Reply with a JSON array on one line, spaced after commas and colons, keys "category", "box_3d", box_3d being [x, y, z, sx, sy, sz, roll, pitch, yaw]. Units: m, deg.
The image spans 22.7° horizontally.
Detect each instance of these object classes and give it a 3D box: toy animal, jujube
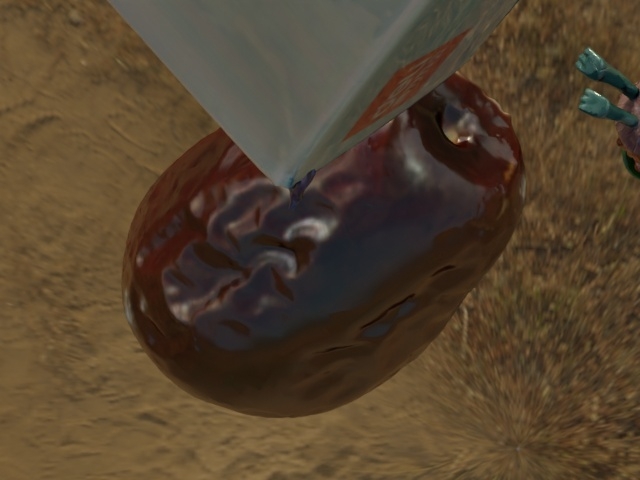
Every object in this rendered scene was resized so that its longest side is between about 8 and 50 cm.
[{"category": "toy animal", "box_3d": [0.258, -0.102, 1.206, 0.100, 0.208, 0.103, 31, 93, 27]}, {"category": "jujube", "box_3d": [0.000, 0.000, 1.112, 0.318, 0.223, 0.223, -39, 76, 43]}]

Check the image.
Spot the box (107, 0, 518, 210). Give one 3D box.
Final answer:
[{"category": "box", "box_3d": [0.026, -0.134, 0.313, 0.135, 0.269, 0.079, 49, 50, 6]}]
